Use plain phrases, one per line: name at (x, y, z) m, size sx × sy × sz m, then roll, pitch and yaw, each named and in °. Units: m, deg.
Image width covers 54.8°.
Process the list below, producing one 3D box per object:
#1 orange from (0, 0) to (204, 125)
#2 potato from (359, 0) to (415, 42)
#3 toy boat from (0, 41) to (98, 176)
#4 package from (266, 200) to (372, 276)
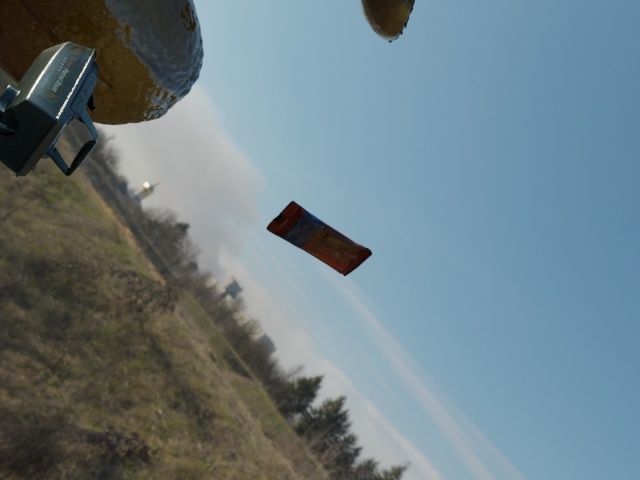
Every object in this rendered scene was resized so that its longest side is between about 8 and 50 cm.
orange at (-0.358, -0.357, 0.992) m, size 0.357 × 0.322 × 0.322 m, roll 43°, pitch -6°, yaw -31°
potato at (0.126, -0.495, 1.296) m, size 0.261 × 0.100 × 0.120 m, roll 133°, pitch -40°, yaw -74°
toy boat at (-0.298, -0.164, 0.712) m, size 0.103 × 0.093 × 0.246 m, roll 35°, pitch 27°, yaw -28°
package at (0.000, 0.000, 1.171) m, size 0.200 × 0.083 × 0.022 m, roll 32°, pitch 28°, yaw -25°
